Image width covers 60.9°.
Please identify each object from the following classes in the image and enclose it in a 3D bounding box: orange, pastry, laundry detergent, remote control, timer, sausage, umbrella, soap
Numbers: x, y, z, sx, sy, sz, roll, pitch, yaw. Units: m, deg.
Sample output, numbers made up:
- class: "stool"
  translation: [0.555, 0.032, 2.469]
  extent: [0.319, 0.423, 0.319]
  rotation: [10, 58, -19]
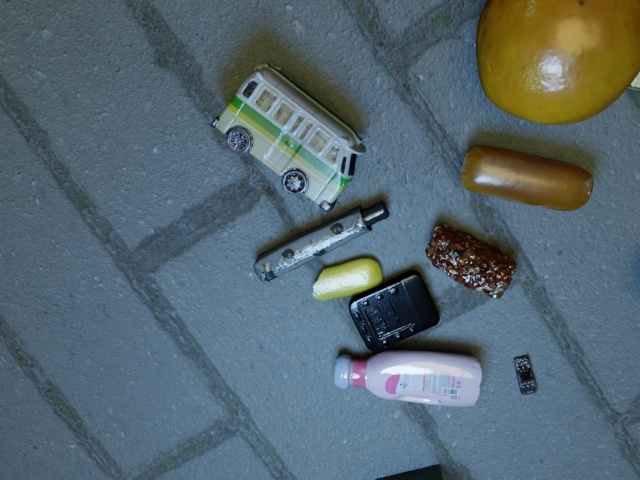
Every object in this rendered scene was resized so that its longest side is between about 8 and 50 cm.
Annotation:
- class: "orange"
  translation: [0.437, -0.364, 1.002]
  extent: [0.312, 0.312, 0.312]
  rotation: [1, 103, 6]
- class: "pastry"
  translation: [0.329, 0.047, 1.206]
  extent: [0.208, 0.115, 0.097]
  rotation: [26, 116, -2]
- class: "laundry detergent"
  translation: [0.200, 0.321, 1.284]
  extent: [0.335, 0.088, 0.159]
  rotation: [3, 123, 7]
- class: "remote control"
  translation: [0.486, 0.320, 1.294]
  extent: [0.039, 0.014, 0.096]
  rotation: [-16, 99, 9]
- class: "timer"
  translation: [0.169, 0.163, 1.272]
  extent: [0.187, 0.055, 0.144]
  rotation: [-24, 108, 6]
- class: "sausage"
  translation: [0.434, -0.132, 1.156]
  extent: [0.274, 0.105, 0.105]
  rotation: [12, 103, 3]
- class: "umbrella"
  translation: [0.000, 0.000, 1.245]
  extent: [0.337, 0.073, 0.067]
  rotation: [-27, 118, 10]
- class: "soap"
  translation: [0.061, 0.091, 1.278]
  extent: [0.168, 0.033, 0.089]
  rotation: [-10, 99, 8]

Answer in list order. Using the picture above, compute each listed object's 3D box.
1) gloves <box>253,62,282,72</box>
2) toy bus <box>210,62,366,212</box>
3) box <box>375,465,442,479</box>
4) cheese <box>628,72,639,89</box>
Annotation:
- class: "gloves"
  translation: [-0.116, -0.370, 1.191]
  extent: [0.081, 0.037, 0.044]
  rotation: [28, 144, -15]
- class: "toy bus"
  translation: [-0.051, -0.218, 1.156]
  extent: [0.305, 0.143, 0.179]
  rotation: [37, 110, -5]
- class: "box"
  translation: [0.227, 0.674, 1.268]
  extent: [0.184, 0.273, 0.143]
  rotation: [-17, 97, 8]
- class: "cheese"
  translation: [0.678, -0.425, 1.089]
  extent: [0.127, 0.050, 0.255]
  rotation: [13, 104, 3]
